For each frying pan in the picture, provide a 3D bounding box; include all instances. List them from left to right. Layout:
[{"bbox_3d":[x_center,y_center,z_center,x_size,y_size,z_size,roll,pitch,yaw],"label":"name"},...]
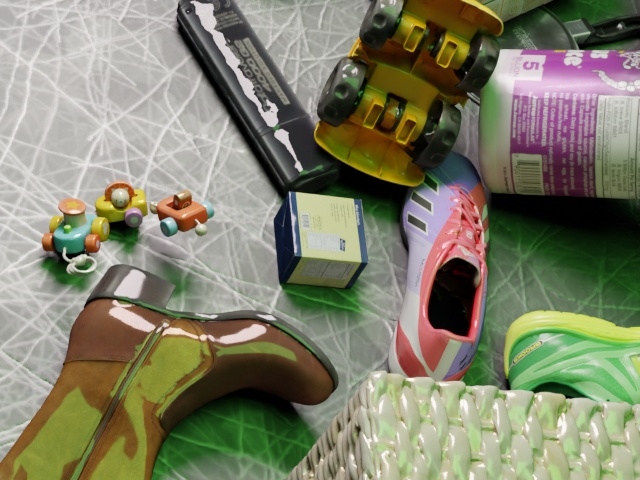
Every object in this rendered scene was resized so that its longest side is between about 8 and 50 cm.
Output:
[{"bbox_3d":[0.305,-0.233,1.916,0.326,0.053,0.197,2,58,-17],"label":"frying pan"}]

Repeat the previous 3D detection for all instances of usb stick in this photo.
[{"bbox_3d":[-0.072,-0.169,1.715,0.077,0.045,0.278,-23,69,-25],"label":"usb stick"}]

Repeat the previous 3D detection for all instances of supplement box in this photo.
[{"bbox_3d":[0.000,0.000,1.625,0.083,0.056,0.083,6,56,-19],"label":"supplement box"}]

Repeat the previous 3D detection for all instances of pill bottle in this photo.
[{"bbox_3d":[0.337,-0.130,1.708,0.302,0.169,0.169,3,52,14],"label":"pill bottle"}]

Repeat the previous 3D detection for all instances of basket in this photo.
[{"bbox_3d":[0.144,0.325,1.326,0.328,0.266,0.331,8,53,-16],"label":"basket"}]

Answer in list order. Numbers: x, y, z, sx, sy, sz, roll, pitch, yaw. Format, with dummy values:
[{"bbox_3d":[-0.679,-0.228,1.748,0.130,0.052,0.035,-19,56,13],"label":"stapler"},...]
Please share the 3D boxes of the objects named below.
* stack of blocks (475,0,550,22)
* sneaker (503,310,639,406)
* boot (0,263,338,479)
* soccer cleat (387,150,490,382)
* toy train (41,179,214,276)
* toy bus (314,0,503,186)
[{"bbox_3d":[0.210,-0.362,1.900,0.297,0.087,0.171,-27,51,-34],"label":"stack of blocks"},{"bbox_3d":[0.339,0.154,1.611,0.296,0.109,0.123,6,70,15],"label":"sneaker"},{"bbox_3d":[-0.140,0.178,1.425,0.264,0.096,0.280,26,53,-5],"label":"boot"},{"bbox_3d":[0.143,0.016,1.635,0.109,0.116,0.318,18,53,-10],"label":"soccer cleat"},{"bbox_3d":[-0.198,-0.024,1.530,0.166,0.046,0.125,-24,33,-30],"label":"toy train"},{"bbox_3d":[0.097,-0.203,1.704,0.149,0.220,0.211,24,24,-9],"label":"toy bus"}]
